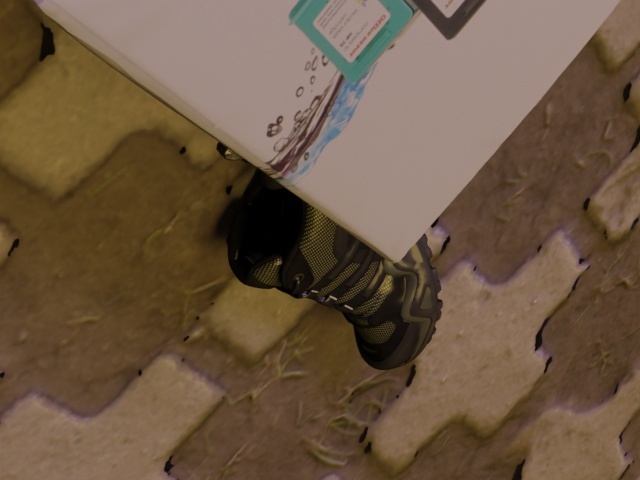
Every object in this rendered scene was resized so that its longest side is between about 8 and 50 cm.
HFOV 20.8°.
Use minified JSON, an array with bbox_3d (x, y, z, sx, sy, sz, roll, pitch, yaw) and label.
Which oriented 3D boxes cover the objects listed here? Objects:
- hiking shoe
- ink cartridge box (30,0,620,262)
[{"bbox_3d":[0.000,0.000,1.013,0.114,0.086,0.227,-23,134,-10],"label":"hiking shoe"},{"bbox_3d":[-0.025,-0.156,0.721,0.197,0.198,0.270,-50,145,3],"label":"ink cartridge box"}]
